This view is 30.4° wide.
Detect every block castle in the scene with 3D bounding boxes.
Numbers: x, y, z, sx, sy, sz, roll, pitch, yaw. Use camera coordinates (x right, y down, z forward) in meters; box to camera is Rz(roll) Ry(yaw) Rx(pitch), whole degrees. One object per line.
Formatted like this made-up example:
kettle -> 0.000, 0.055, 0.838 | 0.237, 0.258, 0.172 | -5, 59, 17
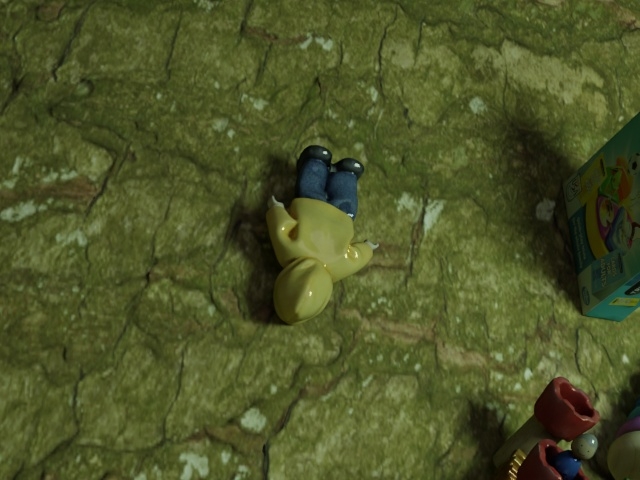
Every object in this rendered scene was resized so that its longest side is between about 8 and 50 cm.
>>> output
block castle -> 0.436, 0.403, 1.548 | 0.453, 0.213, 0.303 | 41, 22, 3

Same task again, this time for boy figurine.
boy figurine -> 0.000, 0.000, 1.727 | 0.177, 0.092, 0.285 | 19, 57, -14

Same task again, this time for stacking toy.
stacking toy -> 0.553, 0.241, 1.820 | 0.141, 0.141, 0.330 | 36, 50, -2

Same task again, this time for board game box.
board game box -> 0.514, -0.060, 1.844 | 0.079, 0.336, 0.253 | 9, 58, -20
